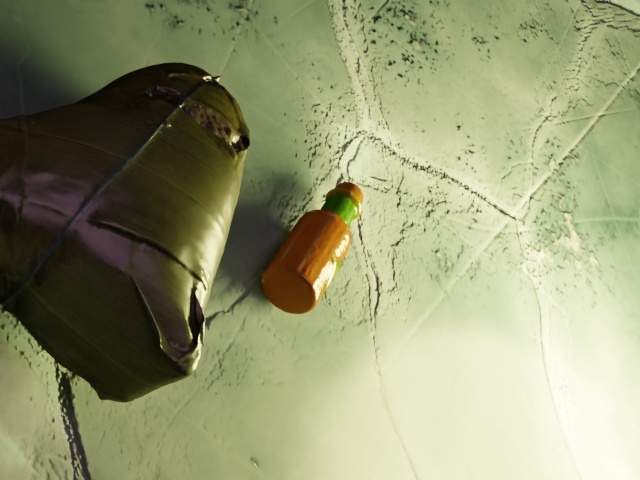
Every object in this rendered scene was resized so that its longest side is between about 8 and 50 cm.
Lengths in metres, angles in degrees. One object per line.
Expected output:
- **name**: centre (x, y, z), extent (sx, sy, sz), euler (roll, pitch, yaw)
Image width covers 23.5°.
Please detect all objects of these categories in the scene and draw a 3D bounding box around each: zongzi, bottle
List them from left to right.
- **zongzi**: centre (-0.251, -0.086, 1.420), extent (0.393, 0.174, 0.356), euler (34, 43, -20)
- **bottle**: centre (0.000, 0.000, 1.705), extent (0.069, 0.069, 0.187), euler (49, 44, -18)
